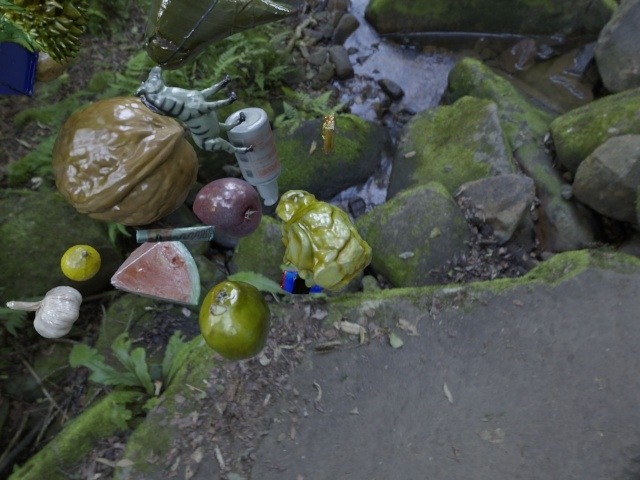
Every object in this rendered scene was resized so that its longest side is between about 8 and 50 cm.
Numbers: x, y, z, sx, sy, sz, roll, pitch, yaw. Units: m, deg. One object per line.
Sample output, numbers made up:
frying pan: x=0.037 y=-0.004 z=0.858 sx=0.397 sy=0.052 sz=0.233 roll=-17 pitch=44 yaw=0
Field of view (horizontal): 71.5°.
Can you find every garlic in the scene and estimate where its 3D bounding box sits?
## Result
garlic: x=-0.993 y=0.247 z=1.589 sx=0.199 sy=0.225 sz=0.199 roll=-24 pitch=55 yaw=41

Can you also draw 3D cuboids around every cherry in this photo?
cherry: x=-0.369 y=-0.132 z=1.788 sx=0.307 sy=0.261 sz=0.221 roll=5 pitch=51 yaw=20

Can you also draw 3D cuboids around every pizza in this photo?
pizza: x=0.026 y=-0.345 z=1.413 sx=0.041 sy=0.178 sz=0.131 roll=5 pitch=91 yaw=1

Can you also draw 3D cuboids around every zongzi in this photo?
zongzi: x=-0.333 y=-0.657 z=1.395 sx=0.392 sy=0.356 sz=0.174 roll=19 pitch=38 yaw=-24

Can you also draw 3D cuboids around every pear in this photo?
pear: x=-0.300 y=0.280 z=1.568 sx=0.268 sy=0.322 sz=0.269 roll=-8 pitch=39 yaw=6

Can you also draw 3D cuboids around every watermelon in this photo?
watermelon: x=-0.569 y=0.122 z=1.614 sx=0.250 sy=0.292 sz=0.284 roll=-7 pitch=99 yaw=8

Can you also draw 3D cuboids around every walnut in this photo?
walnut: x=-0.457 y=-0.185 z=1.066 sx=0.332 sy=0.333 sz=0.333 roll=-4 pitch=64 yaw=8

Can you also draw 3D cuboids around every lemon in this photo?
lemon: x=-0.736 y=0.068 z=1.368 sx=0.109 sy=0.133 sz=0.109 roll=20 pitch=48 yaw=-24

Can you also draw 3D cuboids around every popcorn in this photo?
popcorn: x=0.011 y=-0.003 z=1.398 sx=0.293 sy=0.293 sz=0.334 roll=-14 pitch=21 yaw=-29

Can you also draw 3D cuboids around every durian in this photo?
durian: x=-0.465 y=-0.379 z=0.674 sx=0.236 sy=0.200 sz=0.177 roll=23 pitch=103 yaw=40

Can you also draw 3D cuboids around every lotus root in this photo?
lotus root: x=-0.637 y=-0.412 z=1.039 sx=0.152 sy=0.063 sz=0.072 roll=-44 pitch=45 yaw=-9

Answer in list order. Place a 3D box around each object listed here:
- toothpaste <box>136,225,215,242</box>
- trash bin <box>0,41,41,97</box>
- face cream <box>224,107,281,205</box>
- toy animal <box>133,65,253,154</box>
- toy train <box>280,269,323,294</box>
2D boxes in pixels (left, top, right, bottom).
toothpaste: x=-0.398 y=-0.016 z=1.230 sx=0.205 sy=0.056 sz=0.036 roll=-4 pitch=46 yaw=-27
trash bin: x=-0.746 y=-0.387 z=0.948 sx=0.234 sy=0.184 sz=0.163 roll=7 pitch=90 yaw=1
face cream: x=-0.147 y=-0.188 z=1.081 sx=0.101 sy=0.252 sz=0.101 roll=-7 pitch=46 yaw=7
toy animal: x=-0.243 y=-0.246 z=0.885 sx=0.175 sy=0.217 sz=0.074 roll=-18 pitch=50 yaw=0
toy train: x=-0.051 y=0.167 z=1.777 sx=0.203 sy=0.131 sz=0.083 roll=4 pitch=95 yaw=-31
